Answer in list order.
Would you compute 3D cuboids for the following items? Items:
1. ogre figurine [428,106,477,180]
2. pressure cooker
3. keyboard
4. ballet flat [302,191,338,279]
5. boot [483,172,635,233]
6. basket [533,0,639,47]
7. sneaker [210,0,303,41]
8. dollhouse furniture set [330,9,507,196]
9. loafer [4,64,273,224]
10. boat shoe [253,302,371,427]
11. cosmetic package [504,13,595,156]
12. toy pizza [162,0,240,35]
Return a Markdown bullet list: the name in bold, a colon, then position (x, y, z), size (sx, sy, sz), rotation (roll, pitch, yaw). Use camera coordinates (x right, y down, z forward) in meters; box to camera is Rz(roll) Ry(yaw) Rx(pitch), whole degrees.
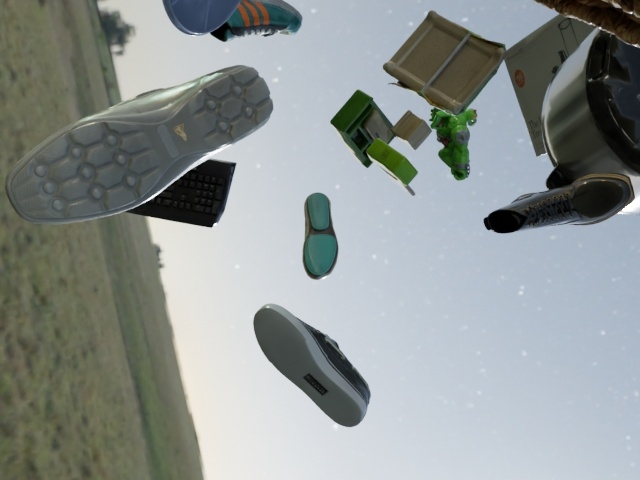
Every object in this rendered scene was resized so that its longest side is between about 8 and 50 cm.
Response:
- **ogre figurine**: position (0.279, -0.234, 1.802), size (0.118, 0.097, 0.197), rotation (93, 5, -58)
- **pressure cooker**: position (0.601, -0.237, 1.521), size (0.420, 0.370, 0.375), rotation (108, -19, -83)
- **keyboard**: position (-0.291, -0.142, 1.499), size (0.033, 0.317, 0.201), rotation (28, 73, -66)
- **ballet flat**: position (0.000, 0.000, 1.333), size (0.052, 0.057, 0.168), rotation (93, -1, -55)
- **boot**: position (0.359, -0.045, 1.282), size (0.198, 0.137, 0.077), rotation (-18, -91, 39)
- **basket**: position (0.171, -0.243, 0.631), size (0.299, 0.213, 0.223), rotation (37, -43, 32)
- **sneaker**: position (-0.175, -0.476, 1.831), size (0.108, 0.302, 0.121), rotation (3, -95, 54)
- **dollhouse furniture set**: position (0.199, -0.251, 1.593), size (0.197, 0.301, 0.151), rotation (40, -1, 32)
- **loafer**: position (-0.200, -0.105, 0.955), size (0.111, 0.319, 0.112), rotation (0, -66, 60)
- **boat shoe**: position (-0.010, 0.169, 1.213), size (0.219, 0.078, 0.070), rotation (51, 34, -11)
- **cosmetic package**: position (0.589, -0.375, 1.978), size (0.377, 0.097, 0.284), rotation (155, -81, -73)
- **toy pizza**: position (-0.159, -0.382, 1.164), size (0.032, 0.201, 0.201), rotation (25, -39, 23)
